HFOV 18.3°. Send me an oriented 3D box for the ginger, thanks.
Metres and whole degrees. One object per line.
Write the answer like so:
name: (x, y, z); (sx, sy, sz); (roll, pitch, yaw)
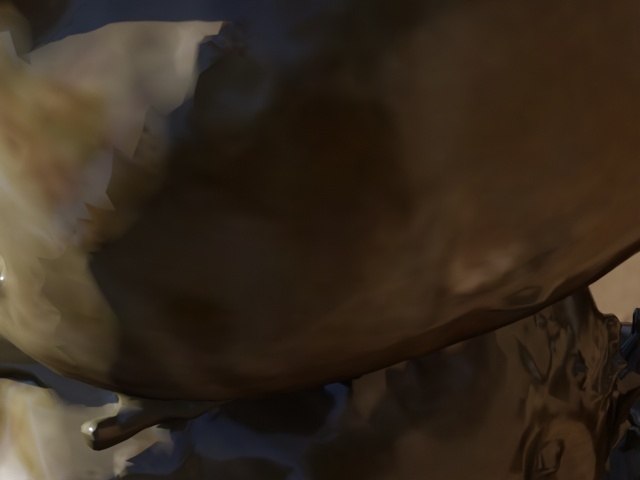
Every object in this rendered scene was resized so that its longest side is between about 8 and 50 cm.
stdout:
ginger: (0.000, 0.000, 0.454); (0.256, 0.375, 0.176); (-12, 46, -3)
